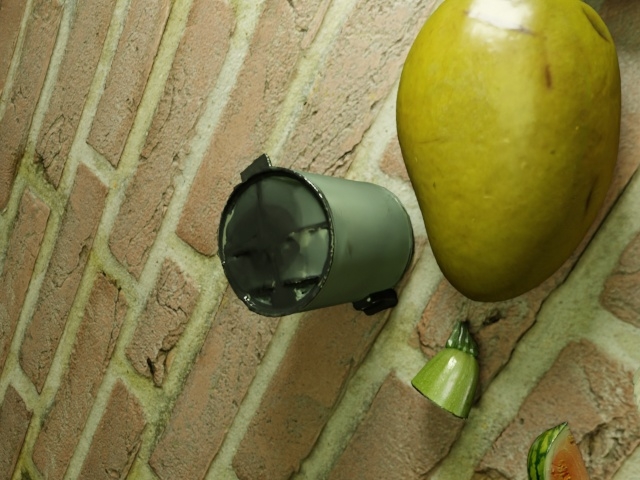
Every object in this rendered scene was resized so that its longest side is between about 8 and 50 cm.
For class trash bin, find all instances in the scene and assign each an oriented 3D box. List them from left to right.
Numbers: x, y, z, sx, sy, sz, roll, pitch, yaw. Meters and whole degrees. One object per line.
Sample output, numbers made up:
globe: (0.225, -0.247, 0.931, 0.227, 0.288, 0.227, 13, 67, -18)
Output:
trash bin: (0.000, 0.000, 0.896, 0.217, 0.262, 0.277, -31, 75, 30)

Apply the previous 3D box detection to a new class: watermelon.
watermelon: (0.341, 0.358, 0.799, 0.087, 0.069, 0.163, -22, 81, 33)

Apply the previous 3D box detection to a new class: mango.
mango: (0.243, -0.128, 0.763, 0.301, 0.220, 0.445, 11, 101, 30)

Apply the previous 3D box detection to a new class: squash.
squash: (0.220, 0.200, 0.875, 0.105, 0.105, 0.132, 30, 89, 29)

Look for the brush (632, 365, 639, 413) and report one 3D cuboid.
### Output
brush: (0.514, 0.134, 0.634, 0.266, 0.174, 0.166, -1, 104, 18)
